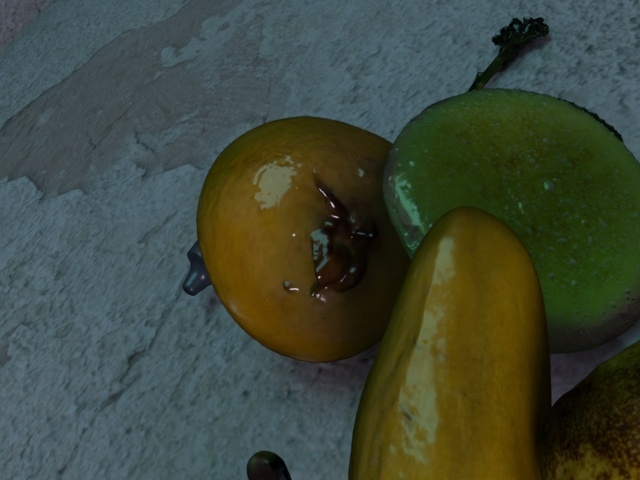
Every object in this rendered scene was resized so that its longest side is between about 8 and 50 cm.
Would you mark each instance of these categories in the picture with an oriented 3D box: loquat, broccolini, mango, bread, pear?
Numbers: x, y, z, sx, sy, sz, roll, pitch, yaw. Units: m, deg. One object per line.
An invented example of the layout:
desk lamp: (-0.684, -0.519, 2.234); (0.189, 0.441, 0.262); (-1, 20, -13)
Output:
loquat: (0.000, 0.000, 0.904); (0.275, 0.274, 0.274); (-22, 37, 18)
broccolini: (0.227, -0.239, 1.179); (0.254, 0.057, 0.071); (-43, -7, -17)
mango: (0.112, 0.151, 0.656); (0.142, 0.195, 0.331); (6, 75, 33)
bread: (0.210, -0.033, 0.812); (0.302, 0.045, 0.301); (5, 63, -10)
pear: (0.260, 0.161, 0.569); (0.197, 0.197, 0.197); (-22, 37, 18)

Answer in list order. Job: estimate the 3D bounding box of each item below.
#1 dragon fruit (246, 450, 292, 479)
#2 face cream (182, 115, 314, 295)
dragon fruit: (-0.073, 0.326, 0.660); (0.273, 0.218, 0.198); (-42, 80, -18)
face cream: (-0.089, -0.043, 1.173); (0.092, 0.092, 0.311); (12, 55, 46)
